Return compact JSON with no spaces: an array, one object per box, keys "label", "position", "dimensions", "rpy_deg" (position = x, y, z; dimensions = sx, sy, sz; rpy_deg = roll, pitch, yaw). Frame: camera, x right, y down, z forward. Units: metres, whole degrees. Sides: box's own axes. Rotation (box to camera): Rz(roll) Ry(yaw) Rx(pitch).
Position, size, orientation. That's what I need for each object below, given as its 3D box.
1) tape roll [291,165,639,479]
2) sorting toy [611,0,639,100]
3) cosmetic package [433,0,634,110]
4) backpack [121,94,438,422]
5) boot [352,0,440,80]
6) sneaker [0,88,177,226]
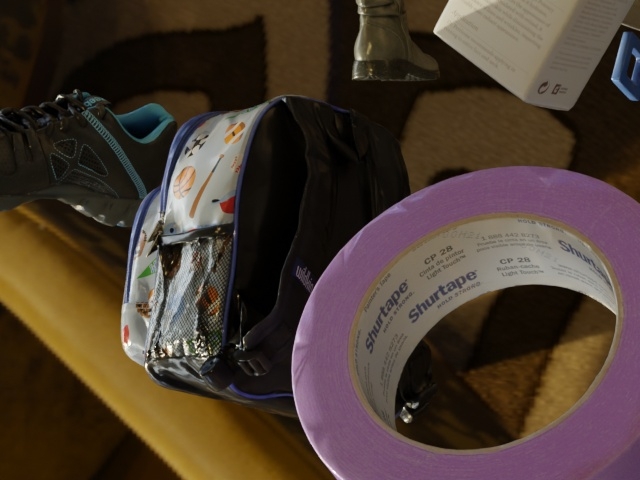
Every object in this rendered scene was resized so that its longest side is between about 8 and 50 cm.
[{"label":"tape roll","position":[0.122,0.083,0.981],"dimensions":[0.275,0.090,0.275],"rpy_deg":[-13,51,17]},{"label":"sorting toy","position":[0.379,-0.335,1.669],"dimensions":[0.047,0.196,0.348],"rpy_deg":[9,92,37]},{"label":"cosmetic package","position":[0.200,-0.234,1.149],"dimensions":[0.117,0.085,0.231],"rpy_deg":[44,115,32]},{"label":"backpack","position":[-0.034,0.014,1.221],"dimensions":[0.213,0.276,0.263],"rpy_deg":[2,78,38]},{"label":"boot","position":[0.111,-0.309,2.045],"dimensions":[0.083,0.246,0.161],"rpy_deg":[2,96,23]},{"label":"sneaker","position":[-0.301,-0.108,1.541],"dimensions":[0.125,0.341,0.140],"rpy_deg":[43,113,32]}]
